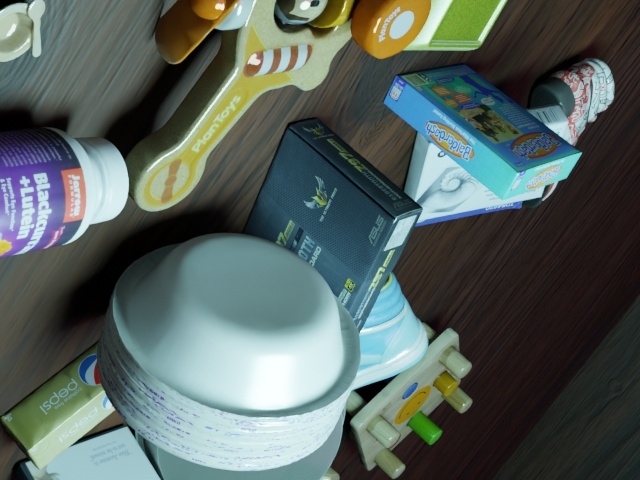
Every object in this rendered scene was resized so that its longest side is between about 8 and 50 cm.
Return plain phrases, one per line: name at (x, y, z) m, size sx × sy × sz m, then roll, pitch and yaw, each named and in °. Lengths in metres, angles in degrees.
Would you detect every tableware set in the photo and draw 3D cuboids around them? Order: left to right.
tableware set at (-0.269, -0.188, 0.944) m, size 0.169 × 0.020 × 0.141 m, roll -27°, pitch 148°, yaw -40°

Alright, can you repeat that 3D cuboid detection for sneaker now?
sneaker at (-0.017, 0.133, 1.747) m, size 0.319 × 0.127 × 0.208 m, roll -26°, pitch 128°, yaw -6°
sneaker at (0.392, -0.173, 1.969) m, size 0.145 × 0.090 × 0.270 m, roll -31°, pitch 148°, yaw -27°

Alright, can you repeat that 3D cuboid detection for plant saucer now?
plant saucer at (0.177, -0.300, 1.481) m, size 0.188 × 0.045 × 0.188 m, roll -12°, pitch 138°, yaw -53°

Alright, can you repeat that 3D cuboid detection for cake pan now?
cake pan at (-0.099, 0.252, 1.638) m, size 0.293 × 0.054 × 0.293 m, roll -7°, pitch 115°, yaw -15°

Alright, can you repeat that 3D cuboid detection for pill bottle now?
pill bottle at (-0.264, -0.042, 1.063) m, size 0.193 × 0.108 × 0.108 m, roll -15°, pitch 140°, yaw -51°

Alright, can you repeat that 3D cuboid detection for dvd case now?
dvd case at (-0.245, 0.357, 1.515) m, size 0.180 × 0.253 × 0.022 m, roll -13°, pitch 152°, yaw -52°

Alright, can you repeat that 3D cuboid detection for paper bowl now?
paper bowl at (-0.093, 0.102, 1.344) m, size 0.284 × 0.284 × 0.148 m, roll -21°, pitch 143°, yaw -45°

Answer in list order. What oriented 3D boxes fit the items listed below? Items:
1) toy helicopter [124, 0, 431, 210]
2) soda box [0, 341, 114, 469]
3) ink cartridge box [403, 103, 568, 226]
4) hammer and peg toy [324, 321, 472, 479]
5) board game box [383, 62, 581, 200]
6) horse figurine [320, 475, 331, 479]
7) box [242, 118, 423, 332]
toy helicopter at (-0.075, -0.172, 1.155) m, size 0.355 × 0.140 × 0.235 m, roll -50°, pitch 154°, yaw 11°
soda box at (-0.279, 0.181, 1.431) m, size 0.181 × 0.058 × 0.061 m, roll -39°, pitch 154°, yaw -20°
ink cartridge box at (0.229, -0.090, 1.780) m, size 0.223 × 0.045 × 0.224 m, roll -11°, pitch 143°, yaw -17°
hammer and peg toy at (0.122, 0.327, 2.221) m, size 0.361 × 0.127 × 0.266 m, roll -41°, pitch 155°, yaw -15°
board game box at (0.207, -0.144, 1.564) m, size 0.160 × 0.210 × 0.047 m, roll -17°, pitch 141°, yaw -48°
horse figurine at (-0.082, 0.339, 1.838) m, size 0.174 × 0.263 × 0.066 m, roll 32°, pitch 66°, yaw -35°
box at (0.000, 0.000, 1.468) m, size 0.059 × 0.183 × 0.232 m, roll -18°, pitch 143°, yaw -47°
